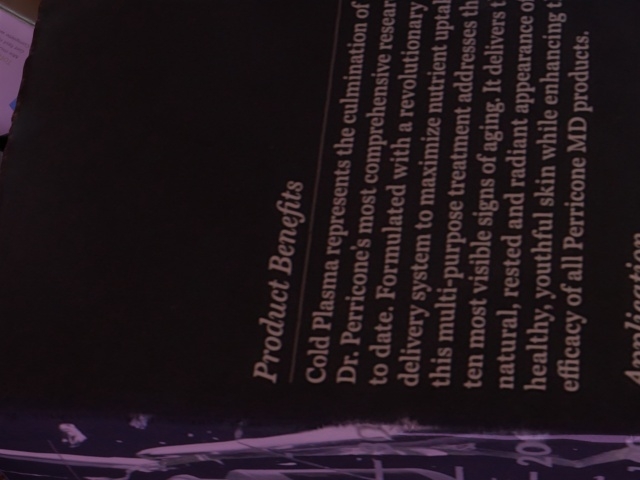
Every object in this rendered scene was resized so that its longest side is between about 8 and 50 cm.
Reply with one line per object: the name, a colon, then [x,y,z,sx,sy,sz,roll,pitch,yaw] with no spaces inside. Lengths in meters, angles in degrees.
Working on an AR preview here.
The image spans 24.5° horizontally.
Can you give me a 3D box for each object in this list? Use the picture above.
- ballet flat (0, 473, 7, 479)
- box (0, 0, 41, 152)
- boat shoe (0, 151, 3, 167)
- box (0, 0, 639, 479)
ballet flat: [-0.293,0.240,1.562,0.058,0.084,0.250,-9,153,-50]
box: [-0.303,-0.088,1.135,0.232,0.058,0.322,26,133,-35]
boat shoe: [-0.261,-0.026,1.108,0.226,0.083,0.076,8,139,-19]
box: [0.106,0.072,0.886,0.472,0.297,0.480,2,151,13]
